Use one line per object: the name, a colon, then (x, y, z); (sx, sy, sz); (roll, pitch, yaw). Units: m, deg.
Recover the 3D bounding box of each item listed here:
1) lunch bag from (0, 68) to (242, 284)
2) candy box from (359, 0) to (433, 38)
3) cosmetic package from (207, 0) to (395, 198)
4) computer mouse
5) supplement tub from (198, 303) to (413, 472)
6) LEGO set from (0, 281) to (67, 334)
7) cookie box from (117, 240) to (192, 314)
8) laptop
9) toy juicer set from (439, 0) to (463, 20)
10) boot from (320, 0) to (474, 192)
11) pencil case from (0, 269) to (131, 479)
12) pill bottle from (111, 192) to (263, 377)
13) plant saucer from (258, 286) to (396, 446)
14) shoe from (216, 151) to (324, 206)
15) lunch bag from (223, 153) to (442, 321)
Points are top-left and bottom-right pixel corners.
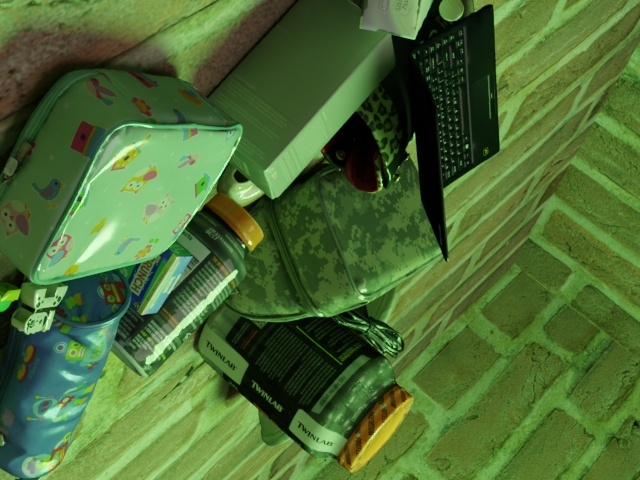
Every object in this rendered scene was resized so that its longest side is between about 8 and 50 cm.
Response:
lunch bag: (-0.221, -0.064, 1.176); (0.224, 0.108, 0.279); (-54, 163, 20)
candy box: (0.107, -0.349, 1.317); (0.196, 0.070, 0.165); (-63, 164, -58)
cosmetic package: (-0.028, -0.187, 1.387); (0.238, 0.127, 0.107); (-46, 162, -10)
computer mouse: (0.033, 0.083, 1.902); (0.188, 0.272, 0.072); (35, 94, -39)
supplement tub: (-0.023, 0.218, 1.883); (0.207, 0.338, 0.207); (-45, 162, -19)
LEGO set: (-0.366, 0.081, 1.131); (0.227, 0.087, 0.093); (-6, 117, -67)
cookie box: (-0.221, 0.022, 1.353); (0.092, 0.107, 0.040); (-56, 163, 17)
laptop: (0.196, -0.148, 1.483); (0.264, 0.136, 0.234); (-33, 131, -32)
toy juicer set: (0.204, -0.380, 1.345); (0.209, 0.089, 0.329); (-72, 171, -57)
boot: (0.128, -0.180, 1.617); (0.284, 0.138, 0.377); (-53, 149, -27)
pencil case: (-0.328, 0.154, 1.337); (0.133, 0.119, 0.306); (-20, 146, -49)
pill bottle: (-0.186, 0.050, 1.462); (0.245, 0.130, 0.130); (-46, 163, -15)
plant saucer: (-0.015, 0.208, 2.167); (0.400, 0.100, 0.400); (-51, -172, 9)
shoe: (-0.051, -0.122, 1.548); (0.219, 0.076, 0.058); (-40, 165, -27)
lunch bag: (0.000, 0.000, 1.704); (0.256, 0.212, 0.305); (-23, -177, 37)
